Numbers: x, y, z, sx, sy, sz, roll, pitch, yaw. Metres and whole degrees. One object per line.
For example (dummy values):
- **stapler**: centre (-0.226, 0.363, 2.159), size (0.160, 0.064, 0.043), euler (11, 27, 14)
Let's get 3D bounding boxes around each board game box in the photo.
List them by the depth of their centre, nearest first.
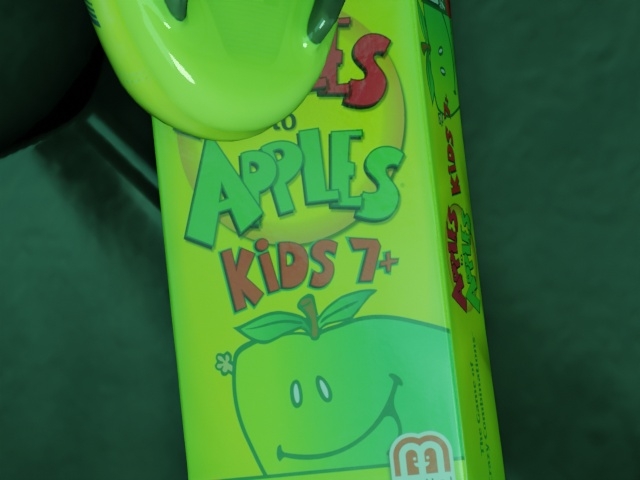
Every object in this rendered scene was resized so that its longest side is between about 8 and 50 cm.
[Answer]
- **board game box**: centre (0.000, 0.000, 0.600), size (0.092, 0.043, 0.181), euler (-8, 85, 21)

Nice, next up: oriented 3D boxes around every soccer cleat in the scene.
- **soccer cleat**: centre (-0.071, -0.145, 0.599), size (0.121, 0.093, 0.289), euler (-43, 59, 43)
